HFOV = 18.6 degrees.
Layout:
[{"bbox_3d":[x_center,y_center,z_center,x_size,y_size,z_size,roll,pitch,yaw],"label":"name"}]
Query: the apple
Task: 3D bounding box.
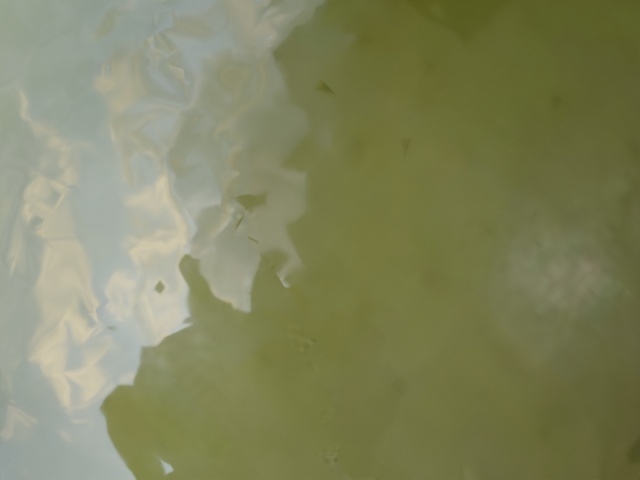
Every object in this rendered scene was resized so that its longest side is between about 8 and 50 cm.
[{"bbox_3d":[0.000,0.000,0.511,0.292,0.254,0.292,-55,0,0],"label":"apple"}]
